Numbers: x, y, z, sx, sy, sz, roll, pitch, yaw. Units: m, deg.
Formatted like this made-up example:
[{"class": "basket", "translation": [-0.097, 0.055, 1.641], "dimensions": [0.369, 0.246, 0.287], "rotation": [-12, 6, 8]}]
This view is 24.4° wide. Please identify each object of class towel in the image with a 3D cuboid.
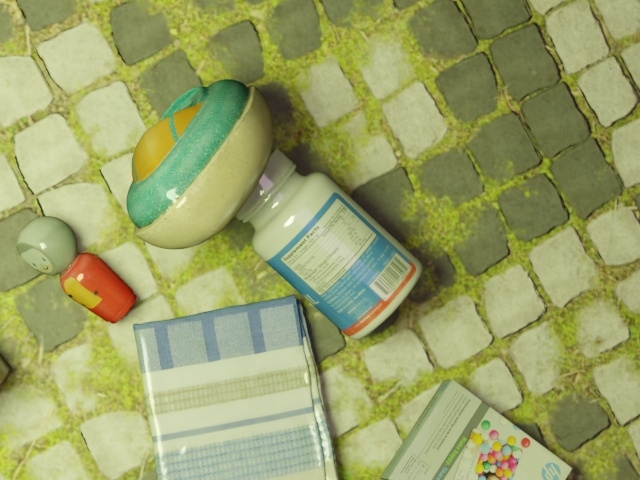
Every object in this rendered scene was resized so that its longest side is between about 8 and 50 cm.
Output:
[{"class": "towel", "translation": [-0.092, 0.217, 1.704], "dimensions": [0.209, 0.034, 0.285], "rotation": [-10, 84, -13]}]

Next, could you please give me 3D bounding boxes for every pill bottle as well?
[{"class": "pill bottle", "translation": [0.000, 0.000, 1.707], "dimensions": [0.221, 0.124, 0.124], "rotation": [43, 75, -6]}]

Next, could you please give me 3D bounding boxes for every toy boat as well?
[{"class": "toy boat", "translation": [-0.189, -0.051, 1.623], "dimensions": [0.148, 0.267, 0.318], "rotation": [42, 107, -13]}]

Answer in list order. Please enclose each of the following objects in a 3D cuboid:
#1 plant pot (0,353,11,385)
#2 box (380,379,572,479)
[{"class": "plant pot", "translation": [-0.428, 0.117, 1.568], "dimensions": [0.167, 0.167, 0.165], "rotation": [-43, 102, -15]}, {"class": "box", "translation": [0.186, 0.278, 1.767], "dimensions": [0.186, 0.038, 0.145], "rotation": [38, 76, -9]}]
